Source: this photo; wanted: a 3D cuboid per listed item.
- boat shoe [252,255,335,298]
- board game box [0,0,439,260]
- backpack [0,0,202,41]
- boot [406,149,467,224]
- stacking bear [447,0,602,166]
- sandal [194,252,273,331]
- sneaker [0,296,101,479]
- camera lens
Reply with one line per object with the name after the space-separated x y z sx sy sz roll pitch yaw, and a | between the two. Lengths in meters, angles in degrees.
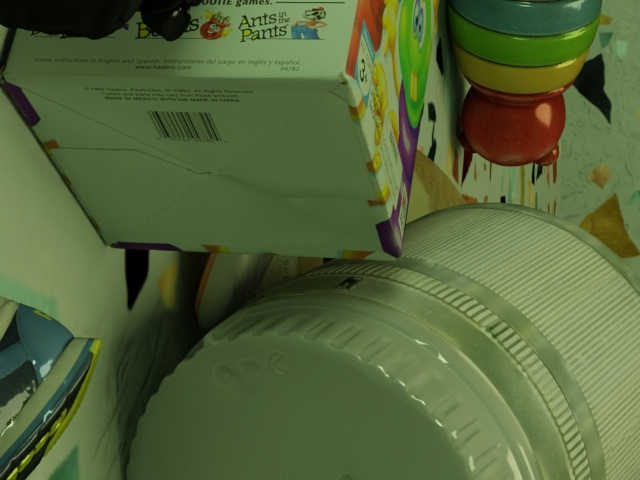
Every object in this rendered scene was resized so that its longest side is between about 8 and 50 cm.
0.000 0.000 0.966 0.170 0.059 0.063 -57 146 -63 | boat shoe
-0.022 -0.146 0.698 0.142 0.144 0.275 68 29 -58 | board game box
-0.080 -0.175 0.538 0.182 0.115 0.152 -73 170 -48 | backpack
0.048 0.087 1.106 0.211 0.104 0.295 112 -31 -42 | boot
0.202 -0.207 1.549 0.164 0.175 0.289 -72 166 -52 | stacking bear
-0.031 -0.083 0.825 0.102 0.076 0.265 40 74 -84 | sandal
-0.132 0.071 0.500 0.144 0.059 0.053 -51 174 -43 | sneaker
0.057 0.107 0.807 0.274 0.219 0.219 -24 116 -58 | camera lens
